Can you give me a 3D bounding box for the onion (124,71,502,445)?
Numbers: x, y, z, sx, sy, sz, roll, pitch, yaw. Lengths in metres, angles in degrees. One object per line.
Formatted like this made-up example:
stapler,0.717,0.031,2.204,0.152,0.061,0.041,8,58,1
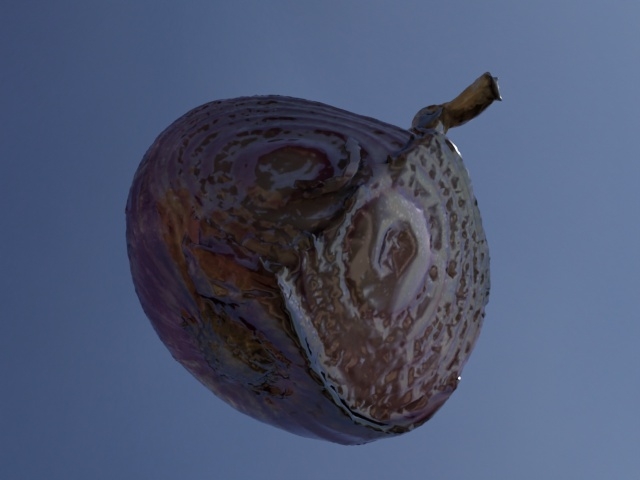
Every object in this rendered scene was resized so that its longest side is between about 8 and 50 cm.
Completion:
onion,-0.022,0.019,0.835,0.230,0.272,0.256,5,-73,36
